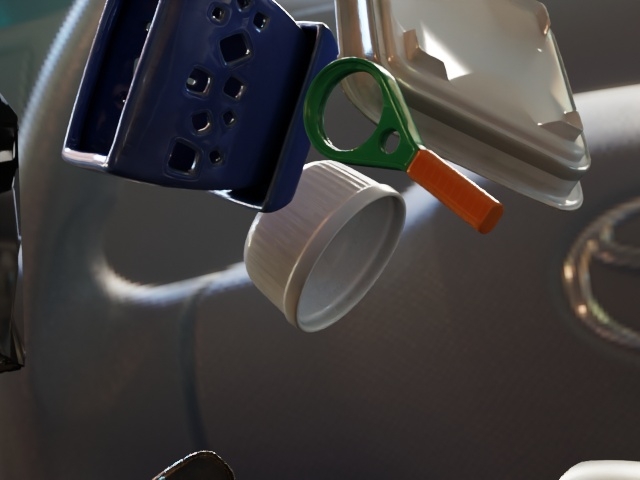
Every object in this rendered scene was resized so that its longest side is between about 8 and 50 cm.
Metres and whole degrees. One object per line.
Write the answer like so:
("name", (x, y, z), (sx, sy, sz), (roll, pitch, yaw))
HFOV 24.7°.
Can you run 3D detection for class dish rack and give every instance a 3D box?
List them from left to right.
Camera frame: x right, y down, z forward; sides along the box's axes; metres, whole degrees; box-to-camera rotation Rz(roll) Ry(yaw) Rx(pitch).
("dish rack", (0.151, -0.194, 1.495), (0.285, 0.072, 0.333), (23, 35, -20))

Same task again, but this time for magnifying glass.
("magnifying glass", (0.068, -0.078, 1.239), (0.026, 0.092, 0.231), (16, 20, -50))

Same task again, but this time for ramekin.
("ramekin", (0.000, 0.000, 1.794), (0.109, 0.207, 0.207), (36, 42, 23))

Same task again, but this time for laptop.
("laptop", (-0.333, -0.001, 1.274), (0.264, 0.234, 0.136), (-13, -16, 36))

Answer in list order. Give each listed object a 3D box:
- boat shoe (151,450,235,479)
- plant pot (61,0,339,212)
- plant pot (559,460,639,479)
("boat shoe", (-0.205, 0.370, 1.690), (0.132, 0.130, 0.355), (37, 51, 5))
("plant pot", (-0.122, -0.157, 1.535), (0.212, 0.236, 0.236), (18, 0, -23))
("plant pot", (0.327, 0.318, 1.229), (0.191, 0.284, 0.284), (-13, 14, 34))
